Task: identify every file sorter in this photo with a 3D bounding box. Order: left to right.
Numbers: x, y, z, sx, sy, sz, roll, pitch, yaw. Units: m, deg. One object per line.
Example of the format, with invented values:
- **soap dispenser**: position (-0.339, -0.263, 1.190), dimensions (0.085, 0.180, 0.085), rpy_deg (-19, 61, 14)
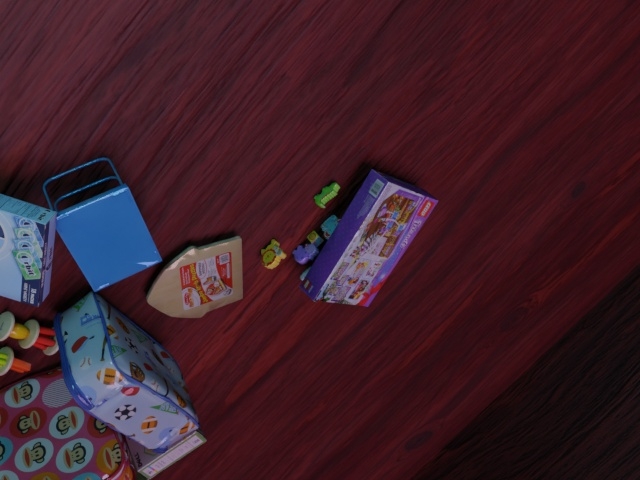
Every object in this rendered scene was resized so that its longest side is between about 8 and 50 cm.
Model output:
- **file sorter**: position (-0.347, -0.028, 1.054), dimensions (0.118, 0.104, 0.170), rpy_deg (-26, 139, -13)

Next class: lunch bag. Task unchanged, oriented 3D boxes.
- **lunch bag**: position (-0.487, 0.373, 1.188), dimensions (0.258, 0.293, 0.120), rpy_deg (-20, 136, -15)
- **lunch bag**: position (-0.350, 0.241, 1.211), dimensions (0.115, 0.243, 0.303), rpy_deg (-36, 135, -4)

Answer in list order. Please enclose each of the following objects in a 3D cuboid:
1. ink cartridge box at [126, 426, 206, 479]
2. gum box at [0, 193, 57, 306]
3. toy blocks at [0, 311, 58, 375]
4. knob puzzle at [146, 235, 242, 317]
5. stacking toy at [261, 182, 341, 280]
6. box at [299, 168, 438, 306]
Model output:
- **ink cartridge box**: position (-0.375, 0.460, 1.499), dimensions (0.209, 0.109, 0.062), rpy_deg (-33, 140, -5)
- **gum box**: position (-0.482, 0.001, 0.953), dimensions (0.184, 0.041, 0.157), rpy_deg (18, 122, -3)
- **toy blocks**: position (-0.523, 0.196, 1.177), dimensions (0.123, 0.054, 0.148), rpy_deg (-45, 141, 8)
- **knob puzzle**: position (-0.247, 0.078, 1.290), dimensions (0.213, 0.030, 0.213), rpy_deg (-21, 139, -20)
- **stacking toy**: position (0.000, 0.000, 1.384), dimensions (0.221, 0.052, 0.167), rpy_deg (-45, 140, 7)
- **box**: position (0.104, 0.005, 1.401), dimensions (0.201, 0.057, 0.293), rpy_deg (13, 114, -50)
